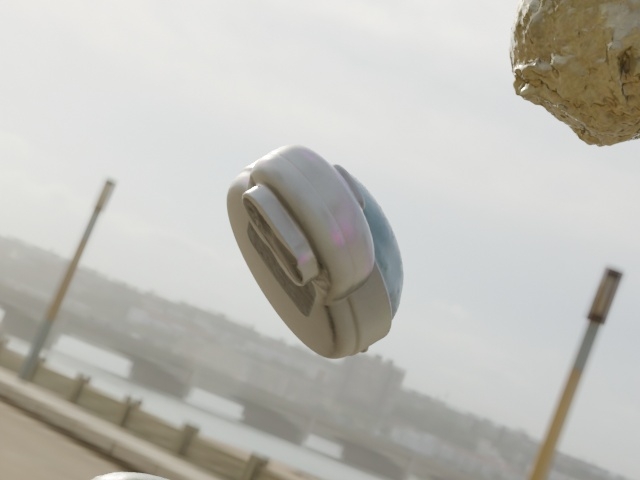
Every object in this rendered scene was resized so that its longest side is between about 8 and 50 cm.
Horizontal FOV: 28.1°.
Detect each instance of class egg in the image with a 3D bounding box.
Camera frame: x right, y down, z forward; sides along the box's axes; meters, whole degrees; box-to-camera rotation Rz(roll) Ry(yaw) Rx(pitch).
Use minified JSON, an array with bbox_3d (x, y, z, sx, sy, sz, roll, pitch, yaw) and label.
[{"bbox_3d":[0.156,-0.105,0.654,0.118,0.116,0.140,8,6,-10],"label":"egg"}]

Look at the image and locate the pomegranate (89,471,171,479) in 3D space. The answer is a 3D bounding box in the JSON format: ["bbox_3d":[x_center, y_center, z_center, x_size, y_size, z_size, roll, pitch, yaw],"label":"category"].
[{"bbox_3d":[-0.178,0.277,1.073,0.225,0.187,0.187,10,-14,41],"label":"pomegranate"}]

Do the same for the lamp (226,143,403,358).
[{"bbox_3d":[0.002,-0.002,1.032,0.179,0.108,0.246,50,-13,14],"label":"lamp"}]
